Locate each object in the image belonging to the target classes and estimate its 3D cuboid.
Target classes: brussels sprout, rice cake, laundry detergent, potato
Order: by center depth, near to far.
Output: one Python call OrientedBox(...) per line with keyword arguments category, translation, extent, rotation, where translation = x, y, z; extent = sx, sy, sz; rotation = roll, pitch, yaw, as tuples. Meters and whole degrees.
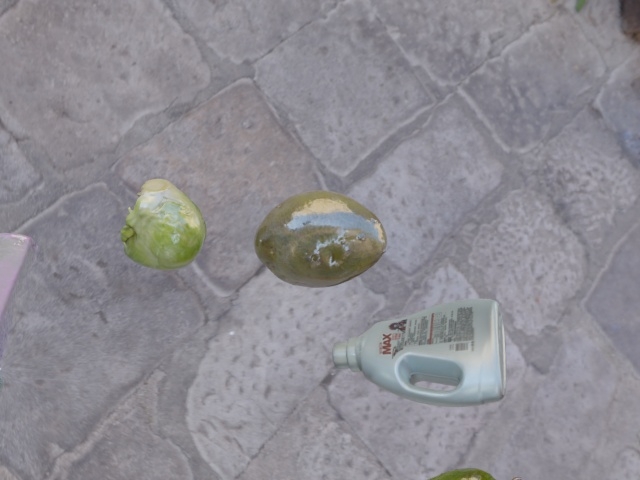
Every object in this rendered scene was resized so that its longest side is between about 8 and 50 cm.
OrientedBox(category="rice cake", translation=(-0.468, 0.090, 0.930), extent=(0.070, 0.399, 0.064), rotation=(1, 117, -14))
OrientedBox(category="potato", translation=(0.000, 0.000, 1.162), extent=(0.235, 0.178, 0.160), rotation=(2, 66, 6))
OrientedBox(category="brussels sprout", translation=(-0.285, -0.021, 1.225), extent=(0.146, 0.183, 0.131), rotation=(24, 38, -2))
OrientedBox(category="laundry detergent", translation=(0.219, 0.268, 1.517), extent=(0.263, 0.398, 0.124), rotation=(-78, 151, -42))

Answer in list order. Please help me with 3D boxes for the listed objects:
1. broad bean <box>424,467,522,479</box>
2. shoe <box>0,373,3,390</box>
OrientedBox(category="broad bean", translation=(0.019, 0.191, 0.441), extent=(0.257, 0.053, 0.052), rotation=(-3, 86, -13))
OrientedBox(category="shoe", translation=(-0.511, 0.215, 0.916), extent=(0.079, 0.195, 0.078), rotation=(24, 36, -43))
